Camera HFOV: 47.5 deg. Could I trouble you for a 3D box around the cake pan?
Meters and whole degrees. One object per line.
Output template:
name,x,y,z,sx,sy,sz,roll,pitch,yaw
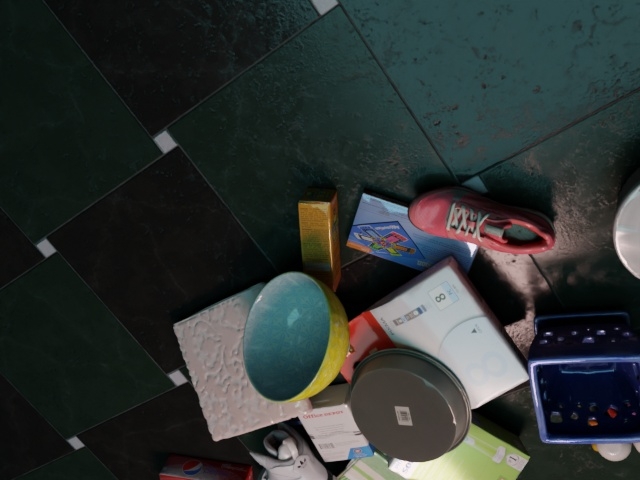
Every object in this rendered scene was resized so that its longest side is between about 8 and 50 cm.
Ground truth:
cake pan,0.194,0.385,1.655,0.293,0.054,0.293,11,117,22

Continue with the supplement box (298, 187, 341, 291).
supplement box,0.000,0.000,1.658,0.080,0.078,0.234,2,120,14

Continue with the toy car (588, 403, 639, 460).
toy car,0.717,0.430,1.687,0.181,0.159,0.136,-13,78,21

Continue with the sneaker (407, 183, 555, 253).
sneaker,0.336,-0.042,1.498,0.313,0.136,0.116,11,101,6

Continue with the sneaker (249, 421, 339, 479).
sneaker,-0.102,0.591,1.936,0.210,0.137,0.365,55,151,-10

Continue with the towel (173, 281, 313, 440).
towel,-0.197,0.308,1.815,0.316,0.053,0.332,-25,81,29

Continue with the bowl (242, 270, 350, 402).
bowl,-0.026,0.224,1.636,0.156,0.290,0.289,17,132,-41

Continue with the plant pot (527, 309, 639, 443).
plant pot,0.580,0.284,1.584,0.235,0.212,0.236,-7,117,18

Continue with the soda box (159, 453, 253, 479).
soda box,-0.333,0.705,2.142,0.263,0.083,0.092,5,120,12

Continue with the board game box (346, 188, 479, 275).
board game box,0.210,-0.007,1.627,0.281,0.027,0.145,19,120,4

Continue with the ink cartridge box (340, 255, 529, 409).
ink cartridge box,0.224,0.264,1.644,0.385,0.091,0.308,-35,95,18

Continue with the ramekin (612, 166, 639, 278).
ramekin,0.706,-0.049,1.412,0.272,0.127,0.273,7,121,12

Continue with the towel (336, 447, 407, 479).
towel,0.127,0.700,1.917,0.247,0.038,0.325,39,115,1

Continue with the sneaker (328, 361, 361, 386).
sneaker,0.028,0.312,1.826,0.286,0.109,0.130,3,130,20

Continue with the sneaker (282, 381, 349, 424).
sneaker,-0.015,0.416,1.900,0.232,0.081,0.091,-12,114,13

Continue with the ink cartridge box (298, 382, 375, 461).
ink cartridge box,0.042,0.457,1.816,0.139,0.082,0.191,-13,119,21

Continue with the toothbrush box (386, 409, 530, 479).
toothbrush box,0.334,0.525,1.802,0.283,0.122,0.206,29,99,-4
